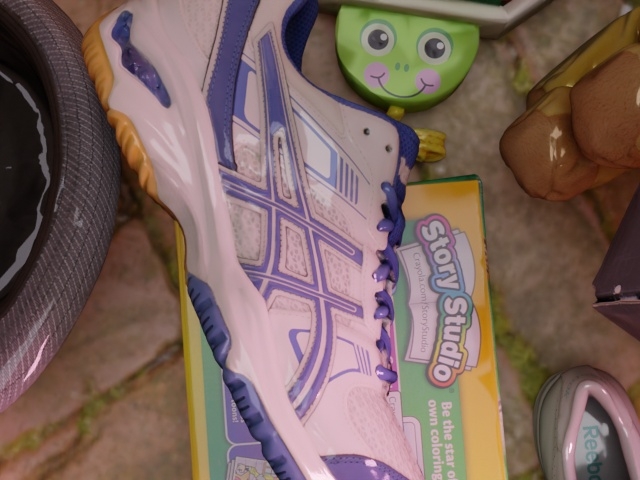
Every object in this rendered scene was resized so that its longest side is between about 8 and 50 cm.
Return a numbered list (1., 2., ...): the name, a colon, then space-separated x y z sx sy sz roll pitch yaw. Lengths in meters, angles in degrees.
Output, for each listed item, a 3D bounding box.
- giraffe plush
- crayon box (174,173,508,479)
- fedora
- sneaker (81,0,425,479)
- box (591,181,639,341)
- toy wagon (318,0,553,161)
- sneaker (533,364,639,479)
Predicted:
1. giraffe plush: 0.226 -0.059 0.607 0.170 0.181 0.210 49 52 -5
2. crayon box: 0.014 0.110 0.614 0.165 0.081 0.278 -4 84 0
3. fedora: -0.225 -0.016 0.608 0.243 0.124 0.275 6 76 -1
4. sneaker: 0.000 0.000 0.530 0.131 0.112 0.296 -25 84 -2
5. box: 0.334 -0.058 0.497 0.318 0.097 0.395 34 73 -17
6. toy wagon: 0.070 -0.217 0.652 0.267 0.068 0.344 9 85 2
7. sneaker: 0.158 0.171 0.594 0.080 0.094 0.212 -17 80 5
